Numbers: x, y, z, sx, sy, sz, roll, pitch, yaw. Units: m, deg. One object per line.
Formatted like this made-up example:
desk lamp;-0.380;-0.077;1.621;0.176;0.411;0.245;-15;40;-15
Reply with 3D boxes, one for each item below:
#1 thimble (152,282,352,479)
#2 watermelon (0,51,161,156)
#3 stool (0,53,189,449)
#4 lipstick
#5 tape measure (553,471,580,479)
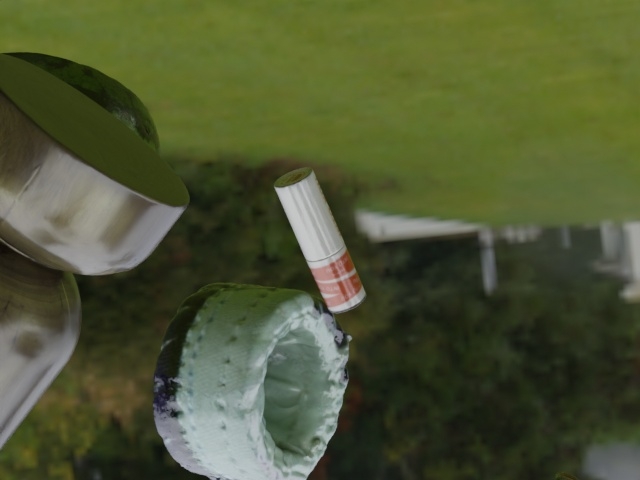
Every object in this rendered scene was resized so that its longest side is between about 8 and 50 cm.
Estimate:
thimble;-0.077;0.166;1.996;0.150;0.237;0.237;7;-171;31
watermelon;-0.234;-0.107;1.647;0.245;0.063;0.119;26;140;-37
stool;-0.242;0.022;1.280;0.179;0.264;0.179;37;-170;-8
lipstick;0.000;0.000;1.590;0.038;0.130;0.038;-20;-159;8
tape measure;0.163;0.294;1.202;0.147;0.256;0.275;22;161;8
